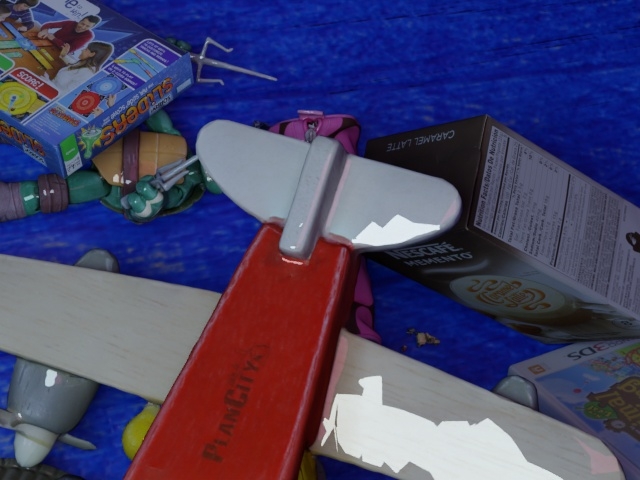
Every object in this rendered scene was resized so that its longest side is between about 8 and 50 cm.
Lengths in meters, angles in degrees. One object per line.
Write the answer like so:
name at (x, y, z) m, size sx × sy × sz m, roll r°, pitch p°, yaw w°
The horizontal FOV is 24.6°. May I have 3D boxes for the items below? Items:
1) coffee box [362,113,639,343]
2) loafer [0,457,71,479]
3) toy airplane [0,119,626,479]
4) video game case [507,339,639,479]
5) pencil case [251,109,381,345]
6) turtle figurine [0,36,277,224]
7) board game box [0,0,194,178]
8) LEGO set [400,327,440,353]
coffee box at (0.160, -0.001, 1.196) m, size 0.246 × 0.141 × 0.098 m, roll 26°, pitch 68°, yaw -34°
loafer at (-0.168, 0.247, 1.082) m, size 0.268 × 0.092 × 0.102 m, roll 22°, pitch 30°, yaw 1°
toy airplane at (-0.039, 0.114, 1.020) m, size 0.384 × 0.272 × 0.386 m, roll -24°, pitch 60°, yaw -10°
video game case at (0.295, 0.135, 1.232) m, size 0.193 × 0.212 × 0.023 m, roll -17°, pitch 122°, yaw -22°
pencil case at (0.000, 0.000, 1.205) m, size 0.095 × 0.098 × 0.209 m, roll -5°, pitch 77°, yaw -9°
turtle figurine at (-0.147, -0.067, 1.159) m, size 0.234 × 0.118 × 0.175 m, roll -2°, pitch 46°, yaw -6°
board game box at (-0.216, -0.139, 1.136) m, size 0.201 × 0.035 × 0.136 m, roll 32°, pitch 57°, yaw 30°
LEGO set at (0.079, 0.113, 1.244) m, size 0.054 × 0.023 × 0.083 m, roll 6°, pitch 74°, yaw -18°
